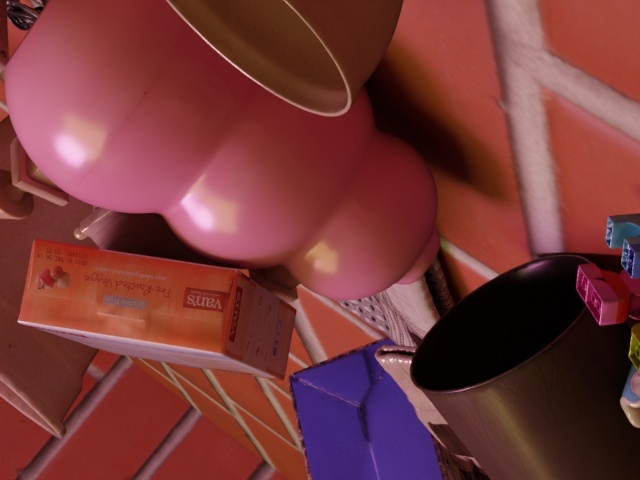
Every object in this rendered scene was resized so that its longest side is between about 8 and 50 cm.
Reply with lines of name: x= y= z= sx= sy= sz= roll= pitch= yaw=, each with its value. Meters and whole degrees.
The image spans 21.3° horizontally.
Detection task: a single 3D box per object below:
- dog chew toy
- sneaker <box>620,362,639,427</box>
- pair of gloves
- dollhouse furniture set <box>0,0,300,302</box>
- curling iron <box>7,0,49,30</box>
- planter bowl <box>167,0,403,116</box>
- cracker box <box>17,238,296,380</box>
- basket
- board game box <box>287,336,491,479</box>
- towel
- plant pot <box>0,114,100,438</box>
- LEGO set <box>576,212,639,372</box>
dog chew toy: x=-0.057 y=-0.075 z=1.224 sx=0.332 sy=0.206 sz=0.206 roll=34 pitch=168 yaw=-12
sneaker: x=0.305 y=0.127 z=1.101 sx=0.228 sy=0.092 sz=0.087 roll=28 pitch=161 yaw=30
pair of gloves: x=0.183 y=0.172 z=1.562 sx=0.240 sy=0.042 sz=0.204 roll=6 pitch=150 yaw=37
dollhouse furniture set: x=-0.208 y=-0.098 z=1.438 sx=0.355 sy=0.174 sz=0.303 roll=25 pitch=-138 yaw=-39
curling iron: x=-0.303 y=-0.211 z=1.772 sx=0.068 sy=0.035 sz=0.274 roll=45 pitch=166 yaw=-3
planter bowl: x=-0.013 y=-0.164 z=0.976 sx=0.162 sy=0.109 sz=0.162 roll=38 pitch=167 yaw=11
cracker box: x=-0.117 y=0.057 z=1.310 sx=0.155 sy=0.067 sz=0.232 roll=9 pitch=173 yaw=11
basket: x=0.191 y=0.147 z=1.232 sx=0.227 sy=0.154 sz=0.204 roll=56 pitch=-179 yaw=-11
board game box: x=0.099 y=0.278 z=1.815 sx=0.291 sy=0.141 sz=0.232 roll=56 pitch=-164 yaw=-50
towel: x=0.000 y=0.000 z=1.597 sx=0.312 sy=0.056 sz=0.324 roll=32 pitch=166 yaw=28
plant pot: x=-0.323 y=0.000 z=1.925 sx=0.334 sy=0.305 sz=0.334 roll=37 pitch=167 yaw=10
LEGO set: x=0.240 y=0.046 z=1.030 sx=0.227 sy=0.093 sz=0.087 roll=-113 pitch=20 yaw=-58
